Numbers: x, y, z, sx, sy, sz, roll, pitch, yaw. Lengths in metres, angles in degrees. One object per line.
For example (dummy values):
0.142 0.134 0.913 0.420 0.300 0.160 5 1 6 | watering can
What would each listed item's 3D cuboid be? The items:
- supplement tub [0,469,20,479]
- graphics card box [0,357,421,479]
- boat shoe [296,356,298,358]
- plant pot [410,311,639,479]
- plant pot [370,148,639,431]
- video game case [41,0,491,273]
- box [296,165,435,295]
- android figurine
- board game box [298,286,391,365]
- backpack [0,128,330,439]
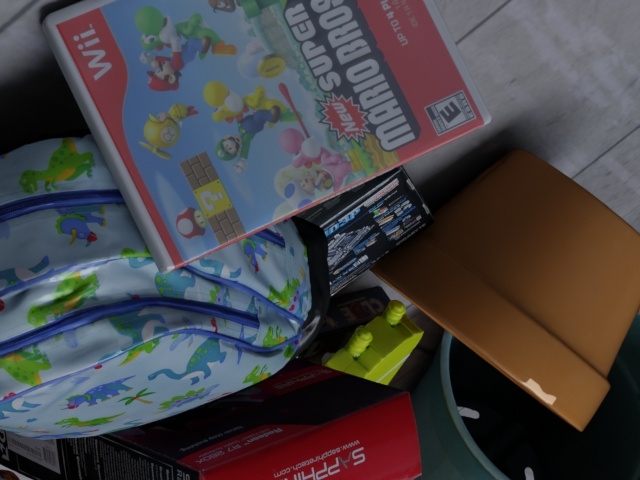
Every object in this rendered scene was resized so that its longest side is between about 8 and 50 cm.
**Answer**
-0.376 0.256 1.703 0.190 0.117 0.117 7 135 -40 | supplement tub
-0.116 0.173 1.671 0.233 0.371 0.094 -18 108 -35 | graphics card box
-0.132 0.188 1.927 0.254 0.079 0.095 -25 135 13 | boat shoe
0.249 0.250 2.367 0.341 0.341 0.334 -21 163 -30 | plant pot
0.225 0.039 1.967 0.203 0.291 0.291 -52 156 1 | plant pot
-0.035 -0.123 1.353 0.285 0.204 0.025 -25 178 -21 | video game case
0.000 0.000 1.837 0.220 0.051 0.175 -35 158 3 | box
0.020 0.167 2.010 0.248 0.056 0.273 -37 163 -41 | android figurine
-0.043 0.136 2.062 0.243 0.042 0.165 -12 148 -43 | board game box
-0.177 0.038 1.447 0.290 0.273 0.355 -15 148 15 | backpack
